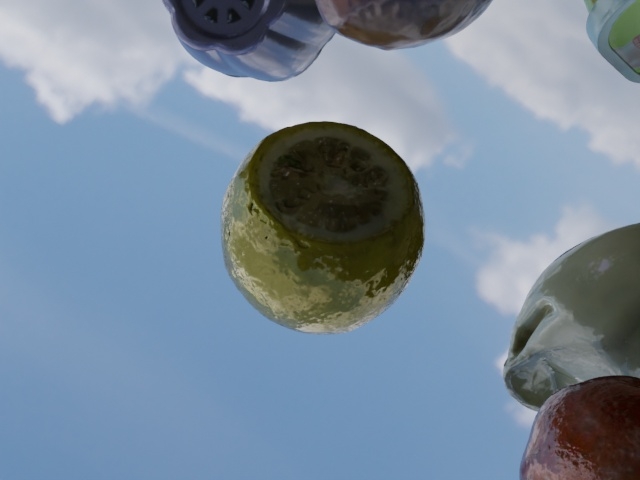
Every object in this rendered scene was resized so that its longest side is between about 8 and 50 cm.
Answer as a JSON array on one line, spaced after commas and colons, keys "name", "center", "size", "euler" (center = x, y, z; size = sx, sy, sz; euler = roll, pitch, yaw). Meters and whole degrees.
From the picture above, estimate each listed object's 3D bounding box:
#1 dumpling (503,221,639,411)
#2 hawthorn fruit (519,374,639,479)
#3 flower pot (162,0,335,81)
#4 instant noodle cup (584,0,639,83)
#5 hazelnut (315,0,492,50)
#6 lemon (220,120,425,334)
[{"name": "dumpling", "center": [0.450, 0.114, 1.942], "size": [0.315, 0.395, 0.233], "euler": [36, -164, -48]}, {"name": "hawthorn fruit", "center": [0.355, 0.267, 1.610], "size": [0.235, 0.263, 0.231], "euler": [-1, -113, -8]}, {"name": "flower pot", "center": [-0.107, -0.350, 1.963], "size": [0.265, 0.265, 0.243], "euler": [36, -167, 1]}, {"name": "instant noodle cup", "center": [0.407, -0.398, 1.675], "size": [0.294, 0.294, 0.308], "euler": [11, -130, -48]}, {"name": "hazelnut", "center": [0.087, -0.296, 1.390], "size": [0.214, 0.214, 0.176], "euler": [21, 176, -35]}, {"name": "lemon", "center": [0.000, 0.000, 1.587], "size": [0.240, 0.219, 0.240], "euler": [4, -129, -6]}]
